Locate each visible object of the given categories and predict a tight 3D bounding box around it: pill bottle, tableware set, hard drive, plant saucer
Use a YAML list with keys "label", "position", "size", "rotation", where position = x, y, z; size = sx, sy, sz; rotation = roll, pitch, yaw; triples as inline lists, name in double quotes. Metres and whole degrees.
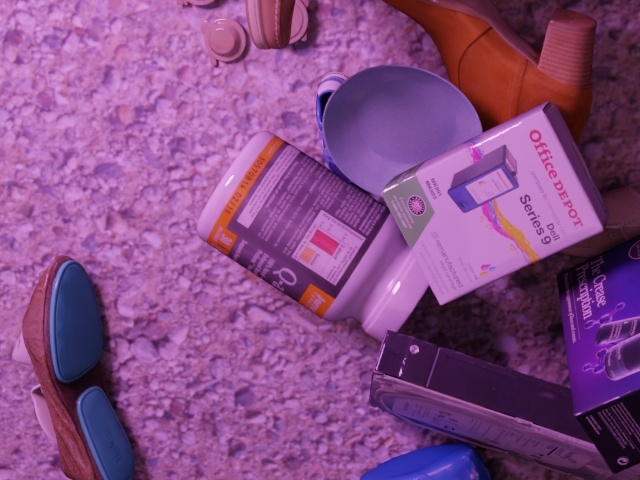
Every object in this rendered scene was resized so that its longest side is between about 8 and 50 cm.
- label: "pill bottle"
  position: [0.000, 0.000, 1.621]
  size: [0.278, 0.162, 0.162]
  rotation: [33, 110, 1]
- label: "tableware set"
  position: [-0.097, -0.299, 1.628]
  size: [0.168, 0.020, 0.141]
  rotation: [-13, 101, 16]
- label: "hard drive"
  position: [0.227, 0.212, 1.604]
  size: [0.339, 0.237, 0.064]
  rotation: [17, 74, 5]
- label: "plant saucer"
  position: [0.100, -0.135, 1.570]
  size: [0.195, 0.037, 0.195]
  rotation: [8, 130, 10]

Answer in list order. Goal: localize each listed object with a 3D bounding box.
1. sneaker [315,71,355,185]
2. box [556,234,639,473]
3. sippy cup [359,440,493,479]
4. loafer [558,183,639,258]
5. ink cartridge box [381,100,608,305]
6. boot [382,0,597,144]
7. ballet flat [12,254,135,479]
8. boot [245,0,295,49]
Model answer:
- label: "sneaker"
  position: [0.021, -0.134, 1.631]
  size: [0.053, 0.059, 0.144]
  rotation: [-10, 105, 12]
- label: "box"
  position: [0.369, 0.105, 1.440]
  size: [0.184, 0.261, 0.103]
  rotation: [-26, 117, 20]
- label: "sippy cup"
  position: [0.154, 0.388, 1.683]
  size: [0.305, 0.240, 0.224]
  rotation: [-19, 91, -8]
- label: "loafer"
  position: [0.349, -0.025, 1.581]
  size: [0.268, 0.102, 0.092]
  rotation: [14, 107, -3]
- label: "ink cartridge box"
  position: [0.201, -0.043, 1.501]
  size: [0.212, 0.093, 0.154]
  rotation: [-26, 95, 19]
- label: "boot"
  position: [0.177, -0.193, 1.565]
  size: [0.295, 0.104, 0.211]
  rotation: [19, 121, 17]
- label: "ballet flat"
  position: [-0.350, 0.187, 1.788]
  size: [0.124, 0.116, 0.342]
  rotation: [-3, 110, 32]
- label: "boot"
  position: [0.033, -0.315, 1.374]
  size: [0.203, 0.095, 0.262]
  rotation: [11, 105, 5]
